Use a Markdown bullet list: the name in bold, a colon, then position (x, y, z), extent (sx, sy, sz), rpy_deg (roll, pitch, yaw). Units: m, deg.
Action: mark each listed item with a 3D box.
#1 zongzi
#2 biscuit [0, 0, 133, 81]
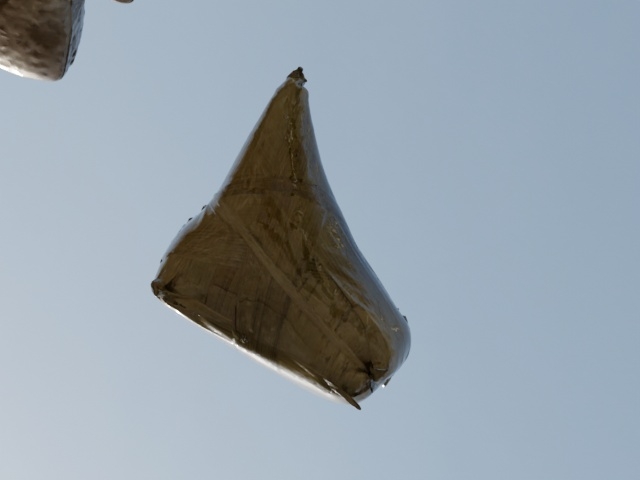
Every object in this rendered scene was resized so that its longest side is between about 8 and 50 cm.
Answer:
- **zongzi**: position (0.000, 0.000, 1.298), extent (0.194, 0.099, 0.197), rpy_deg (32, -89, 13)
- **biscuit**: position (-0.182, -0.214, 0.976), extent (0.301, 0.278, 0.043), rpy_deg (-23, -149, 41)
